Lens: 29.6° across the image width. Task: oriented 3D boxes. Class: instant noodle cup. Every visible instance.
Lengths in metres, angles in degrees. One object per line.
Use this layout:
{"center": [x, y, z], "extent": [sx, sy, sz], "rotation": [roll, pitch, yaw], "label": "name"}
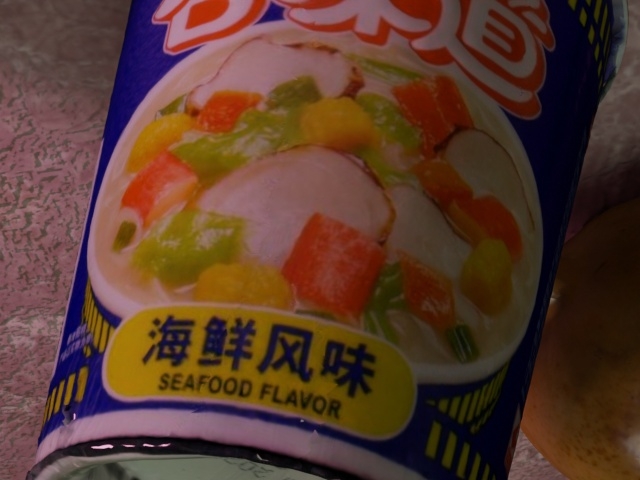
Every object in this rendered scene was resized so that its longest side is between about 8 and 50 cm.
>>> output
{"center": [0.000, 0.000, 0.572], "extent": [0.284, 0.312, 0.284], "rotation": [9, 147, 6], "label": "instant noodle cup"}

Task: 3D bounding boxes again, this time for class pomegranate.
{"center": [0.236, 0.080, 0.785], "extent": [0.233, 0.233, 0.233], "rotation": [0, 141, 0], "label": "pomegranate"}
